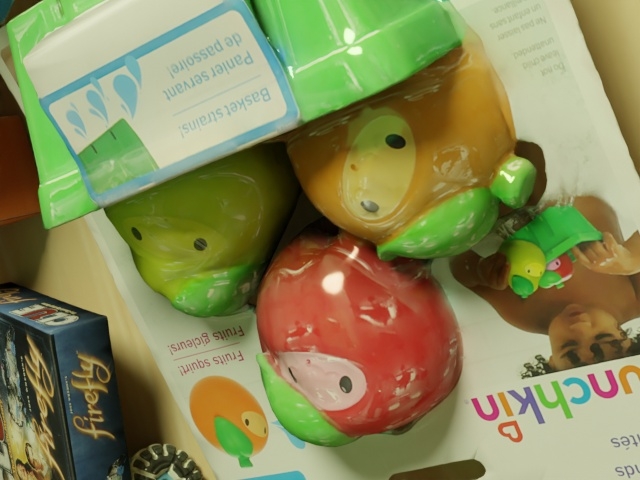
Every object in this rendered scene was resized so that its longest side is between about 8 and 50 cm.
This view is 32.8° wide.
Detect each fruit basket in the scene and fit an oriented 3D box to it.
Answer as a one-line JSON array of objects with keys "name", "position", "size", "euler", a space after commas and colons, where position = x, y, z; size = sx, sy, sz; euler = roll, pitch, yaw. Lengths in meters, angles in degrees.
[{"name": "fruit basket", "position": [0.000, 0.000, 0.559], "size": [0.327, 0.165, 0.353], "euler": [-18, 97, 35]}]

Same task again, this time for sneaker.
[{"name": "sneaker", "position": [-0.093, 0.221, 0.750], "size": [0.073, 0.063, 0.162], "euler": [-36, 76, 48]}]

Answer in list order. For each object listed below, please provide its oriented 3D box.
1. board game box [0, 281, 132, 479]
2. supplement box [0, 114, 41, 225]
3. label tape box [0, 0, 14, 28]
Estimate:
[{"name": "board game box", "position": [-0.185, 0.160, 0.760], "size": [0.165, 0.042, 0.243], "euler": [9, 109, 52]}, {"name": "supplement box", "position": [-0.311, -0.025, 0.801], "size": [0.233, 0.080, 0.078], "euler": [-14, 94, 33]}, {"name": "label tape box", "position": [-0.342, -0.096, 0.707], "size": [0.241, 0.106, 0.333], "euler": [29, 101, 34]}]
